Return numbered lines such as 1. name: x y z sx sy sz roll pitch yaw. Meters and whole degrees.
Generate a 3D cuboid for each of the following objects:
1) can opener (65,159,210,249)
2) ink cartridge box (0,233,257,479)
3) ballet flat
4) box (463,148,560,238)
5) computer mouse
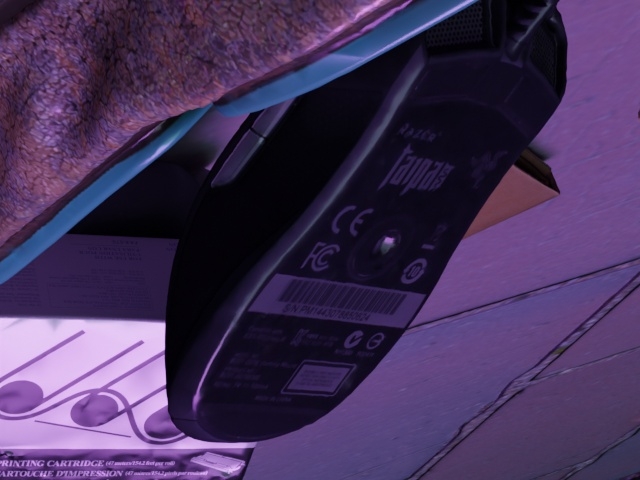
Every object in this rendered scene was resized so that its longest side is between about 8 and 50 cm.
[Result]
1. can opener: -0.154 0.039 0.764 0.280 0.074 0.093 -28 130 18
2. ink cartridge box: -0.119 0.045 0.676 0.207 0.046 0.097 3 133 -20
3. ballet flat: -0.039 -0.073 0.412 0.316 0.106 0.107 -29 -160 42
4. box: 0.000 0.000 0.888 0.201 0.021 0.164 -26 164 16
5. computer mouse: 0.049 -0.046 0.633 0.184 0.060 0.262 2 127 -49
